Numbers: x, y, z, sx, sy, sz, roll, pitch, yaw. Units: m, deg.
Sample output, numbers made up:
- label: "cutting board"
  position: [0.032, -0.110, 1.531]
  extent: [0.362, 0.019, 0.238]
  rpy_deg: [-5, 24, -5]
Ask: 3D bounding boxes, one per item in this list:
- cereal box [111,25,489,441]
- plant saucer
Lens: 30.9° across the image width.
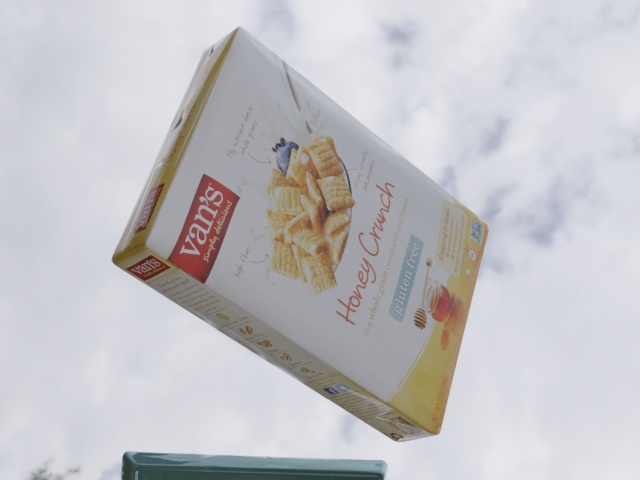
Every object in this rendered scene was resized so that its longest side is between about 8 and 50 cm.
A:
- label: "cereal box"
  position: [0.000, 0.000, 0.744]
  extent: [0.240, 0.173, 0.047]
  rpy_deg: [35, -34, -27]
- label: "plant saucer"
  position: [-0.044, 0.186, 0.813]
  extent: [0.018, 0.192, 0.067]
  rpy_deg: [-178, -88, -76]
